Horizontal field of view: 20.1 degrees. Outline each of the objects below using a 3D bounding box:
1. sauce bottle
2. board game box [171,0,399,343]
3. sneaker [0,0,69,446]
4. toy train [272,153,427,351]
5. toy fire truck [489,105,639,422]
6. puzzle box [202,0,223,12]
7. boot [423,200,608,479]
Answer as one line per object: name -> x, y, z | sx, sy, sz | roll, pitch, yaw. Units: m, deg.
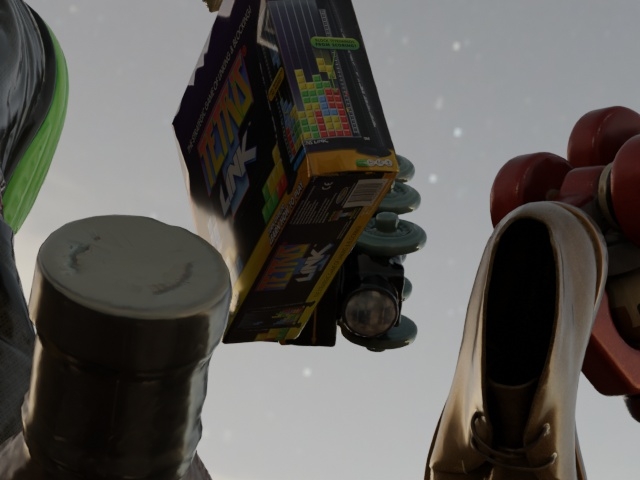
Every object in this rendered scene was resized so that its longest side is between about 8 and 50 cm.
sauce bottle -> -0.094, 0.153, 0.717 | 0.111, 0.111, 0.344 | 13, -59, 1
board game box -> -0.024, -0.048, 0.920 | 0.048, 0.141, 0.170 | -4, -29, -22
sneaker -> -0.249, -0.013, 1.010 | 0.185, 0.483, 0.202 | -17, -46, 7
toy train -> 0.000, 0.000, 1.766 | 0.190, 0.334, 0.142 | 4, -67, -3
toy fire truck -> 0.295, 0.017, 1.563 | 0.169, 0.302, 0.254 | -9, -75, 46
puzzle box -> 0.099, -0.306, 1.055 | 0.408, 0.052, 0.272 | -13, -67, 1
boot -> 0.115, 0.126, 1.138 | 0.112, 0.305, 0.115 | 7, 3, 15
